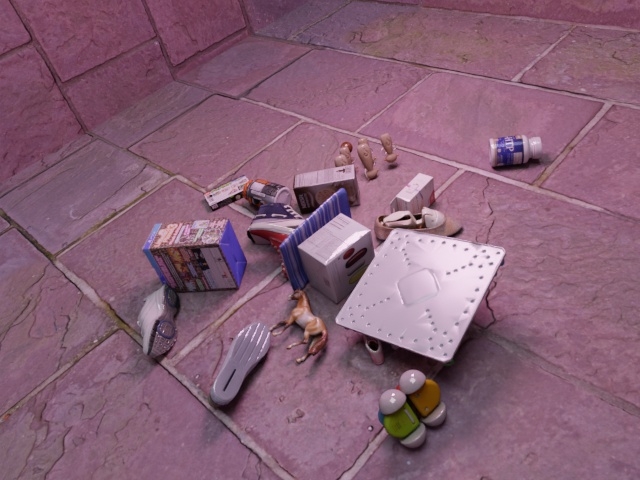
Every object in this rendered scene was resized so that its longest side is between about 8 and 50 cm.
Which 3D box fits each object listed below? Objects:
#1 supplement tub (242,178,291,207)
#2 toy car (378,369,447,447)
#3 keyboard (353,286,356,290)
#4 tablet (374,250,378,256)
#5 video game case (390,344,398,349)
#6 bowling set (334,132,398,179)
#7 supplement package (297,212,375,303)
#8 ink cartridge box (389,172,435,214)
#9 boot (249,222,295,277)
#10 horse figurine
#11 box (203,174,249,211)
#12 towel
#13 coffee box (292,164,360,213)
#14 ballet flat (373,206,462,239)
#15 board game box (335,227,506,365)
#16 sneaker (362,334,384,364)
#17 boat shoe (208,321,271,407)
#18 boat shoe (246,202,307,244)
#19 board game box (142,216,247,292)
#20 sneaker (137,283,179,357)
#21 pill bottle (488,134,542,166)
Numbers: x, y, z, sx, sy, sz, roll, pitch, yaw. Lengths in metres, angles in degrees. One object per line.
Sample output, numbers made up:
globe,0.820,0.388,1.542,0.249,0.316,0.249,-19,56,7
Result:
supplement tub,-0.224,-0.188,2.234,0.190,0.117,0.117,19,52,34
toy car,0.225,0.433,1.412,0.182,0.159,0.136,-38,11,-22
keyboard,0.162,0.197,1.743,0.108,0.023,0.180,-41,36,5
tablet,0.176,0.051,1.929,0.054,0.006,0.083,-34,44,-18
video game case,0.277,0.194,1.656,0.206,0.026,0.227,-37,37,20
bowling set,0.172,-0.345,2.289,0.287,0.154,0.200,-25,23,-8
supplement package,0.063,0.060,1.813,0.203,0.194,0.149,-38,46,-22
ink cartridge box,0.344,-0.145,2.007,0.067,0.115,0.198,25,57,37
boot,-0.154,0.037,1.936,0.244,0.088,0.176,13,87,12
horse figurine,-0.056,0.277,1.714,0.174,0.066,0.263,-38,43,-15
box,-0.404,-0.211,2.378,0.207,0.036,0.114,-26,42,-11
towel,0.000,0.000,1.864,0.040,0.243,0.336,25,57,34
coffee box,0.026,-0.203,2.154,0.246,0.141,0.098,-9,42,10
ballet flat,0.344,-0.063,1.924,0.315,0.106,0.108,-7,42,10
board game box,0.294,0.149,1.590,0.389,0.050,0.390,13,58,40
sneaker,0.156,0.300,1.616,0.051,0.070,0.134,-19,41,2
boat shoe,-0.255,0.373,1.646,0.109,0.094,0.302,41,46,-6
boat shoe,-0.111,-0.077,2.066,0.340,0.127,0.158,1,52,19
board game box,-0.447,0.057,1.952,0.290,0.232,0.141,-4,42,13
sneaker,-0.569,0.288,1.857,0.129,0.111,0.297,-25,36,14
pill bottle,0.758,-0.353,2.105,0.186,0.112,0.112,-5,43,13
